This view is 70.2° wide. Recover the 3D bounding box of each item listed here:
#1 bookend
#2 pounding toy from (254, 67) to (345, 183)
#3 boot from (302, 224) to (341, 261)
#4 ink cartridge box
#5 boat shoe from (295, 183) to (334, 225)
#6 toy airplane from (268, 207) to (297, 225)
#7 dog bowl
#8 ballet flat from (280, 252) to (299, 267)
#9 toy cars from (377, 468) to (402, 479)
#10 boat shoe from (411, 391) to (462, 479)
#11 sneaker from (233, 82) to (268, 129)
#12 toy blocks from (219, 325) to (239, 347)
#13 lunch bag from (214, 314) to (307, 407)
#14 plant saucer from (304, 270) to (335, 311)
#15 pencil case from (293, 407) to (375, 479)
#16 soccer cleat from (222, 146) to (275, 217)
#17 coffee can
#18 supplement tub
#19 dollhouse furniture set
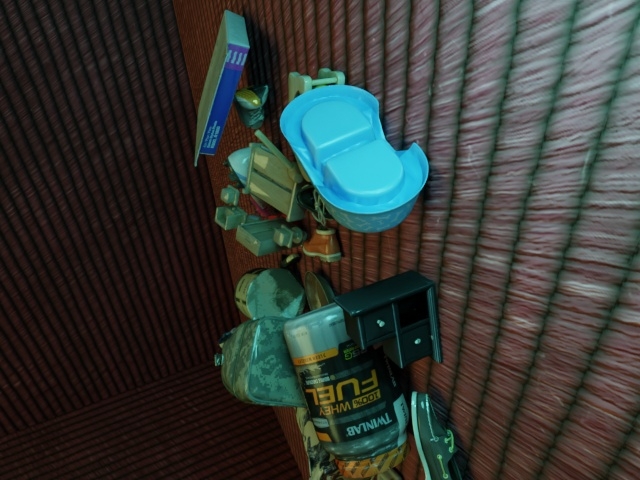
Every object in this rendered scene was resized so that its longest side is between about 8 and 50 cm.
[{"bbox_3d":[0.116,0.152,0.772,0.072,0.157,0.156,-147,44,-63],"label":"bookend"},{"bbox_3d":[-0.038,-0.200,0.903,0.270,0.154,0.154,94,156,-46],"label":"pounding toy"},{"bbox_3d":[0.000,0.000,1.141,0.158,0.059,0.085,11,113,60],"label":"boot"},{"bbox_3d":[-0.274,-0.413,1.251,0.324,0.071,0.330,-61,30,36],"label":"ink cartridge box"},{"bbox_3d":[0.017,-0.085,0.970,0.254,0.079,0.095,-146,42,-62],"label":"boat shoe"},{"bbox_3d":[-0.116,-0.037,1.423,0.151,0.028,0.151,32,143,27],"label":"toy airplane"},{"bbox_3d":[0.048,-0.133,0.728,0.074,0.166,0.297,78,165,-55],"label":"dog bowl"},{"bbox_3d":[-0.109,0.061,1.494,0.049,0.057,0.173,69,162,3],"label":"ballet flat"},{"bbox_3d":[0.176,0.761,1.246,0.394,0.087,0.176,92,154,-44],"label":"toy cars"},{"bbox_3d":[0.218,0.386,0.833,0.081,0.068,0.228,-13,-89,-69],"label":"boat shoe"},{"bbox_3d":[-0.191,-0.381,1.315,0.262,0.099,0.121,-131,21,-66],"label":"sneaker"},{"bbox_3d":[-0.222,0.454,2.005,0.260,0.309,0.289,-37,81,36],"label":"toy blocks"},{"bbox_3d":[-0.095,0.316,1.170,0.256,0.305,0.213,-30,52,57],"label":"lunch bag"},{"bbox_3d":[0.008,0.177,1.295,0.198,0.036,0.199,164,90,-71],"label":"plant saucer"},{"bbox_3d":[0.004,0.544,1.355,0.410,0.183,0.160,-126,28,-58],"label":"pencil case"},{"bbox_3d":[-0.171,-0.174,1.408,0.116,0.143,0.331,64,-177,26],"label":"soccer cleat"},{"bbox_3d":[-0.186,0.197,1.610,0.275,0.201,0.202,171,82,-71],"label":"coffee can"},{"bbox_3d":[0.062,0.306,0.984,0.207,0.207,0.338,145,106,-71],"label":"supplement tub"},{"bbox_3d":[-0.115,-0.156,1.234,0.303,0.173,0.356,33,121,34],"label":"dollhouse furniture set"}]
